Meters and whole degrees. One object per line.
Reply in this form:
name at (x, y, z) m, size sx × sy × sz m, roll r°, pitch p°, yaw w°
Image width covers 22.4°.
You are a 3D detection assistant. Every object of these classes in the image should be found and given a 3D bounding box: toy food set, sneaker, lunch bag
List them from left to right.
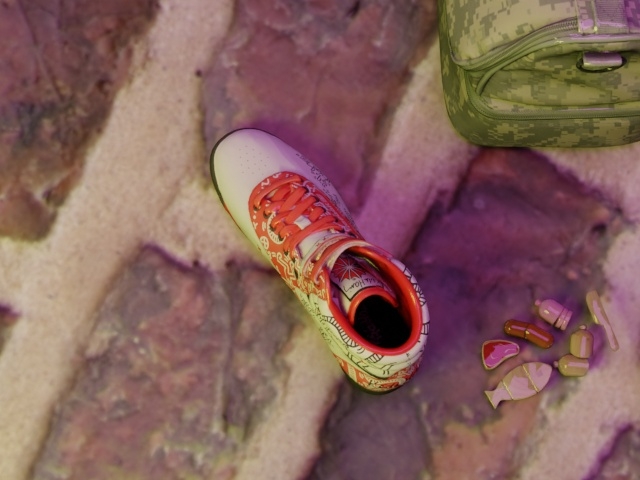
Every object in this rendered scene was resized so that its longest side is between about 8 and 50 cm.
sneaker at (0.001, 0.000, 1.341) m, size 0.090 × 0.145 × 0.270 m, roll -31°, pitch 80°, yaw -11°
toy food set at (0.191, 0.091, 1.398) m, size 0.122 × 0.019 × 0.078 m, roll -21°, pitch 78°, yaw -1°
lunch bag at (0.209, -0.253, 1.362) m, size 0.213 × 0.256 × 0.305 m, roll 0°, pitch 75°, yaw -4°
